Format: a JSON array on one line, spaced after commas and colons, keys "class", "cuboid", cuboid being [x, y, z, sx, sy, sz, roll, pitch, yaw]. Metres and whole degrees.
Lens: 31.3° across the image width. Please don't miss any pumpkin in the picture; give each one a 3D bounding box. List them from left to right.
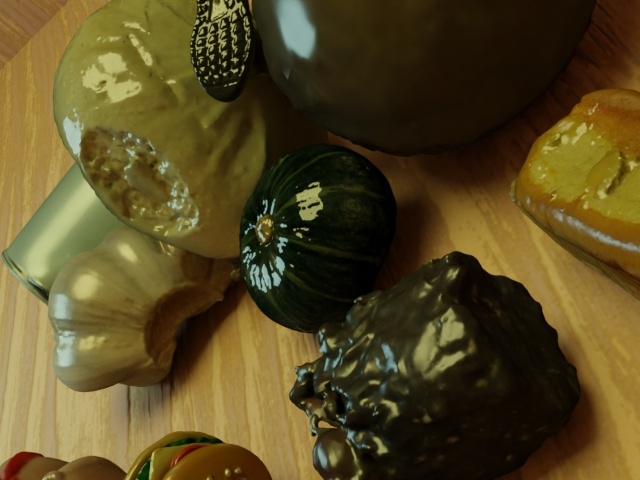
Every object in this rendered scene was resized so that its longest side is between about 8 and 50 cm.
[{"class": "pumpkin", "cuboid": [-0.001, -0.002, 1.251, 0.211, 0.152, 0.212, -5, 84, 61]}]

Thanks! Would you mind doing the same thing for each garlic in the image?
[{"class": "garlic", "cuboid": [-0.246, 0.070, 1.472, 0.281, 0.184, 0.203, -59, 20, -16]}]

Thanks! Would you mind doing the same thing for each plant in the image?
[{"class": "plant", "cuboid": [0.088, 0.131, 0.953, 0.234, 0.178, 0.204, -47, 39, 26]}]

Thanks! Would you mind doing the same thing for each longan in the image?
[{"class": "longan", "cuboid": [0.105, -0.314, 1.221, 0.404, 0.404, 0.436, -27, 56, 35]}]

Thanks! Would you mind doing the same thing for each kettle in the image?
[{"class": "kettle", "cuboid": [-0.289, -0.048, 1.655, 0.318, 0.205, 0.265, -52, 32, 0]}]

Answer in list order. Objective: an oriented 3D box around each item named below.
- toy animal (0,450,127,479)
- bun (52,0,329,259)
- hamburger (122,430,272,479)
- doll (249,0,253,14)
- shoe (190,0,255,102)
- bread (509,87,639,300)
[{"class": "toy animal", "cuboid": [-0.310, 0.320, 1.302, 0.197, 0.171, 0.171, -10, 47, 38]}, {"class": "bun", "cuboid": [-0.134, -0.168, 1.400, 0.202, 0.364, 0.364, -39, 28, 41]}, {"class": "hamburger", "cuboid": [-0.118, 0.262, 1.100, 0.115, 0.162, 0.162, -1, 54, 49]}, {"class": "doll", "cuboid": [0.033, -0.338, 1.553, 0.269, 0.162, 0.167, -24, 15, 19]}, {"class": "shoe", "cuboid": [-0.105, -0.243, 1.286, 0.074, 0.077, 0.194, -11, 76, 11]}, {"class": "bread", "cuboid": [0.281, -0.031, 0.939, 0.152, 0.119, 0.288, -46, 29, -1]}]
